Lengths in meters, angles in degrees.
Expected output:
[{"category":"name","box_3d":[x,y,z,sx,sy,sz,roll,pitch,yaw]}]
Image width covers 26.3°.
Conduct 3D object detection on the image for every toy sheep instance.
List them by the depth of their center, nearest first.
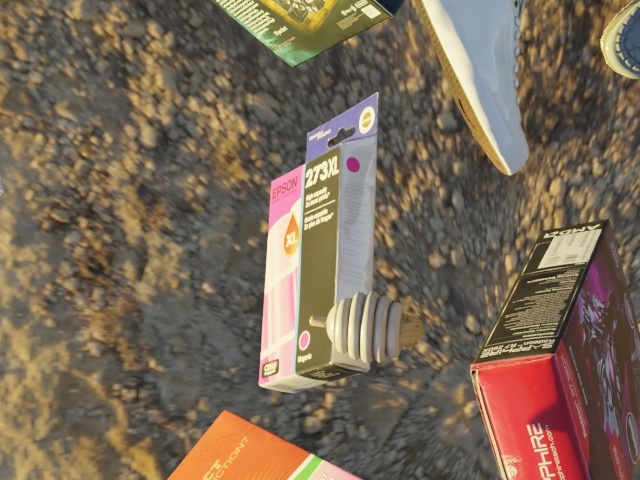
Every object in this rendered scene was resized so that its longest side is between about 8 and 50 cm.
[{"category":"toy sheep","box_3d":[0.053,0.099,1.572,0.132,0.091,0.091,0,84,9]}]

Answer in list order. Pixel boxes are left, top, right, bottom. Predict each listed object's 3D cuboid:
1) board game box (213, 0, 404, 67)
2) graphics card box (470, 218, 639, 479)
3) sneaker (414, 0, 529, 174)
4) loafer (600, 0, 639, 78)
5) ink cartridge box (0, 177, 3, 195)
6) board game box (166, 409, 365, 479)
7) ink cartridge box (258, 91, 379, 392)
[{"category":"board game box","box_3d":[-0.027,-0.187,0.972,0.126,0.186,0.026,39,73,-16]},{"category":"graphics card box","box_3d":[0.268,0.150,1.453,0.094,0.371,0.232,-12,106,23]},{"category":"sneaker","box_3d":[0.185,-0.214,1.452,0.123,0.106,0.290,-24,104,-2]},{"category":"loafer","box_3d":[0.409,-0.259,1.578,0.251,0.087,0.094,-34,101,-25]},{"category":"ink cartridge box","box_3d":[-0.378,-0.006,1.285,0.045,0.208,0.206,36,96,-22]},{"category":"board game box","box_3d":[-0.069,0.280,1.115,0.064,0.316,0.242,47,74,-24]},{"category":"ink cartridge box","box_3d":[0.000,0.000,1.752,0.069,0.176,0.370,16,67,-29]}]
